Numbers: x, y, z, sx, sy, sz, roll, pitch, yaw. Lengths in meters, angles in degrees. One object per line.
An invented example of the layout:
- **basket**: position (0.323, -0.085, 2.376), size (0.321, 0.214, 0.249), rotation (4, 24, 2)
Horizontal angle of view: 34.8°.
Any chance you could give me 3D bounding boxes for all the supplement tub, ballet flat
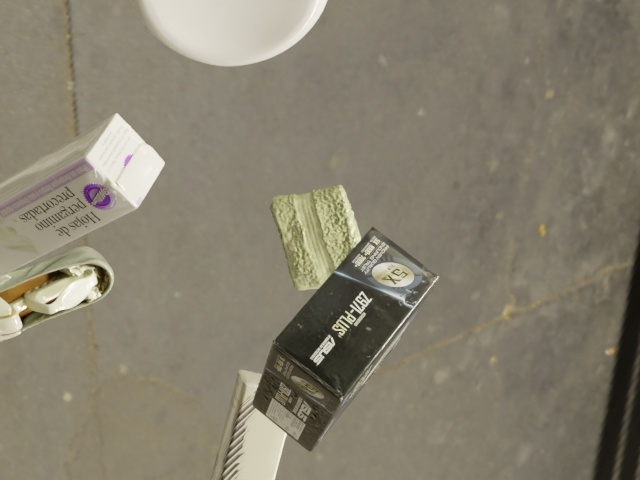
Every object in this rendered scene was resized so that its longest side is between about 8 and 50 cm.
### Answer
- **supplement tub**: position (-0.110, -0.382, 1.191), size (0.228, 0.316, 0.228), rotation (-4, 137, -3)
- **ballet flat**: position (-0.322, 0.068, 1.100), size (0.213, 0.068, 0.072), rotation (-27, 125, -27)

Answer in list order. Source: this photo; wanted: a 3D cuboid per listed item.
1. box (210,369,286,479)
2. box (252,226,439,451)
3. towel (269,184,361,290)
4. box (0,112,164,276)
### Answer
- **box**: position (-0.125, 0.370, 1.747), size (0.094, 0.113, 0.275), rotation (13, 92, -13)
- **box**: position (0.018, 0.096, 0.941), size (0.147, 0.077, 0.180), rotation (-48, 170, -27)
- **towel**: position (0.000, 0.000, 1.342), size (0.027, 0.110, 0.148), rotation (-82, 159, -60)
- **box**: position (-0.278, -0.016, 0.924), size (0.063, 0.324, 0.067), rotation (48, 39, -26)
